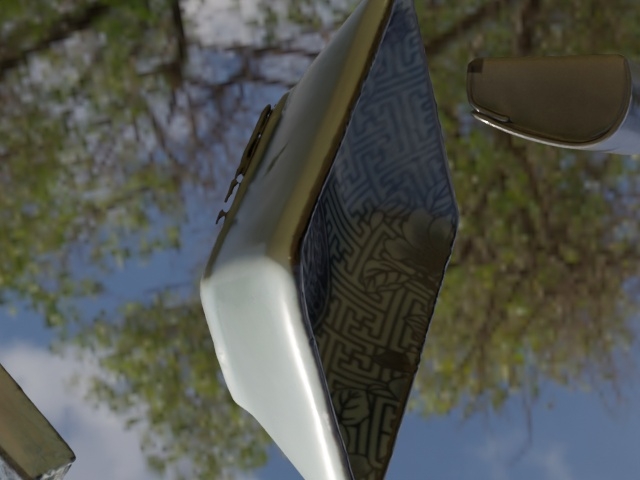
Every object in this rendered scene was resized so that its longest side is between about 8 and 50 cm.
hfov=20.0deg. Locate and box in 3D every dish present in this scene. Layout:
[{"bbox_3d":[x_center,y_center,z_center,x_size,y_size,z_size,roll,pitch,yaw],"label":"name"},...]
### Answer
[{"bbox_3d":[0.000,0.000,0.925,0.080,0.182,0.243,0,-140,19],"label":"dish"}]

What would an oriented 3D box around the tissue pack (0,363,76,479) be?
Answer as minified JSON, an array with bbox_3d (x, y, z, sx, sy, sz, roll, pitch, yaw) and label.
[{"bbox_3d":[-0.212,0.131,1.019,0.112,0.156,0.051,46,-142,13],"label":"tissue pack"}]

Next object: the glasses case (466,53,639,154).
[{"bbox_3d":[0.121,-0.064,0.856,0.072,0.042,0.190,8,-176,16],"label":"glasses case"}]
